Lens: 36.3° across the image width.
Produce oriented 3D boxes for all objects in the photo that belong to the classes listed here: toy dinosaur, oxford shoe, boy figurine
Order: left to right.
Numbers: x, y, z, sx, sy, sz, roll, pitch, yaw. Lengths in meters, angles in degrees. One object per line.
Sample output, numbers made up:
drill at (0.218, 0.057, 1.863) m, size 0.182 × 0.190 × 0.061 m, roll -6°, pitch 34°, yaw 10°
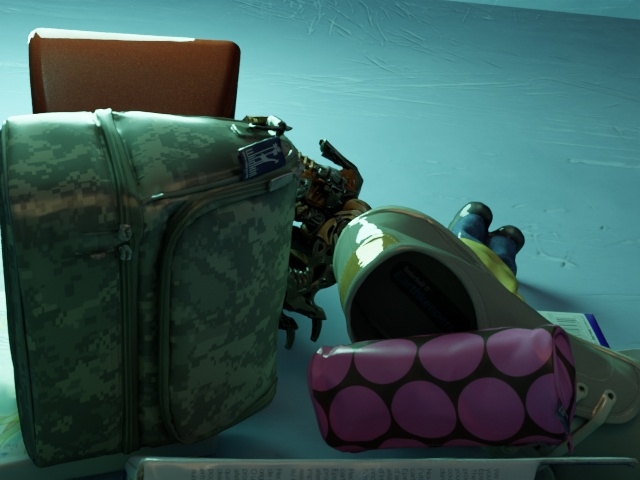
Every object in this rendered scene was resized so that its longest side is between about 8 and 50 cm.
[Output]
toy dinosaur at (0.000, 0.000, 1.137) m, size 0.322 × 0.164 × 0.218 m, roll 36°, pitch 62°, yaw 12°
boy figurine at (0.195, 0.060, 1.218) m, size 0.177 × 0.092 × 0.285 m, roll 35°, pitch 33°, yaw -5°
oxford shoe at (0.187, 0.142, 0.882) m, size 0.449 × 0.169 × 0.130 m, roll 39°, pitch 19°, yaw 0°

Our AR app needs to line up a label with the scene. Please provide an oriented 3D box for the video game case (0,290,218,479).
video game case at (-0.304, 0.140, 1.016) m, size 0.329 × 0.036 × 0.300 m, roll -5°, pitch 31°, yaw -22°

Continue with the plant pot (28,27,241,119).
plant pot at (-0.238, -0.085, 1.238) m, size 0.267 × 0.267 × 0.236 m, roll 2°, pitch 41°, yaw -10°

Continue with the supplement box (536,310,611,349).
supplement box at (0.187, 0.144, 1.042) m, size 0.220 × 0.114 × 0.111 m, roll 5°, pitch 29°, yaw -6°

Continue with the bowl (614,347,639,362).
bowl at (0.374, 0.181, 1.081) m, size 0.142 × 0.053 × 0.142 m, roll -4°, pitch 30°, yaw -19°

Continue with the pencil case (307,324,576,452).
pencil case at (0.098, 0.124, 0.785) m, size 0.209 × 0.098 × 0.095 m, roll -6°, pitch 13°, yaw 21°

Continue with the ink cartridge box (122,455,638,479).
ink cartridge box at (0.017, 0.198, 0.751) m, size 0.330 × 0.071 × 0.324 m, roll 4°, pitch -13°, yaw -11°

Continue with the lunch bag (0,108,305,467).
lunch bag at (-0.153, 0.033, 0.891) m, size 0.256 × 0.305 × 0.212 m, roll -6°, pitch 32°, yaw -20°
